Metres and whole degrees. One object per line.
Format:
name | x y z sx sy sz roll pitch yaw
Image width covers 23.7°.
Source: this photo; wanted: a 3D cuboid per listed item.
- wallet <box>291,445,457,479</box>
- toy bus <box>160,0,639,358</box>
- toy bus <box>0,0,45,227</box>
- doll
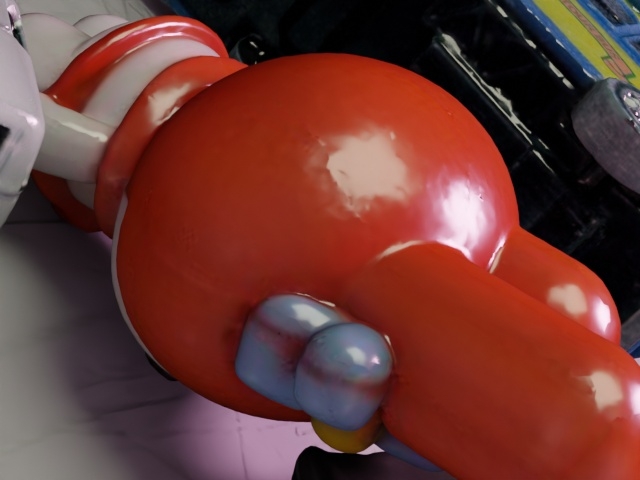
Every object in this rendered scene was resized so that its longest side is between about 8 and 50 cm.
wallet | 0.131 0.154 0.602 0.377 0.051 0.197 6 41 -52
toy bus | 0.078 -0.078 0.763 0.312 0.152 0.190 49 28 12
toy bus | -0.150 -0.076 0.516 0.087 0.089 0.194 21 32 -37
doll | 0.000 0.000 0.532 0.290 0.130 0.161 33 22 28
